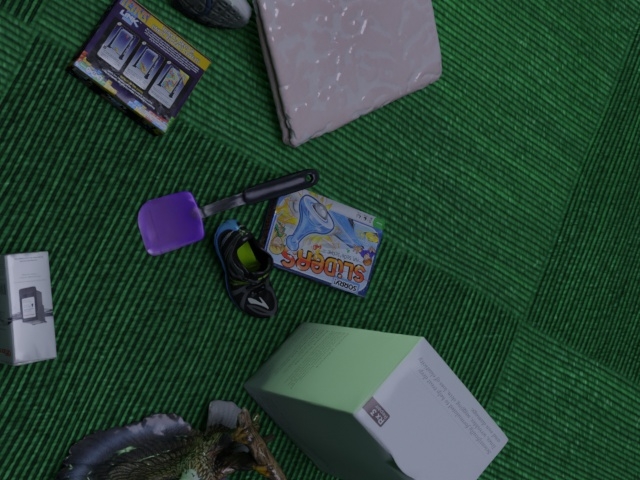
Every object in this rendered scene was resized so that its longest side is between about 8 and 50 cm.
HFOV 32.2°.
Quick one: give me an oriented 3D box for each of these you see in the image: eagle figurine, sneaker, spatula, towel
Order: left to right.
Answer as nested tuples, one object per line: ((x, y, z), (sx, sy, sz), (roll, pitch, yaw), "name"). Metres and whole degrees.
((-0.211, 0.358, 1.629), (0.298, 0.225, 0.226), (-28, 59, 3), "eagle figurine")
((-0.204, -0.440, 1.664), (0.297, 0.111, 0.129), (44, 58, -27), "sneaker")
((-0.137, -0.060, 1.715), (0.296, 0.030, 0.084), (-20, 98, -20), "spatula")
((-0.107, 0.053, 1.709), (0.067, 0.078, 0.188), (-38, 130, -25), "sneaker")
((0.042, -0.352, 1.785), (0.332, 0.053, 0.317), (-28, 117, -27), "towel")

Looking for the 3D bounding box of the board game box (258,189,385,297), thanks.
((0.000, 0.000, 1.807), (0.201, 0.035, 0.136), (20, 80, -26), "board game box")

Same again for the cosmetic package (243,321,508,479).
((0.068, 0.253, 1.642), (0.156, 0.385, 0.217), (-47, 110, -21), "cosmetic package")

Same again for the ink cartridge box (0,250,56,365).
((-0.417, 0.092, 1.537), (0.063, 0.109, 0.150), (-6, 92, -32), "ink cartridge box")

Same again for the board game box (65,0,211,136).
((-0.270, -0.262, 1.657), (0.170, 0.048, 0.141), (38, 70, -22), "board game box")
